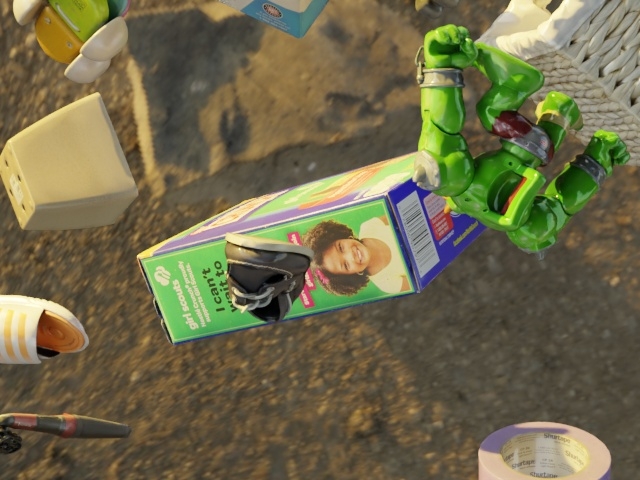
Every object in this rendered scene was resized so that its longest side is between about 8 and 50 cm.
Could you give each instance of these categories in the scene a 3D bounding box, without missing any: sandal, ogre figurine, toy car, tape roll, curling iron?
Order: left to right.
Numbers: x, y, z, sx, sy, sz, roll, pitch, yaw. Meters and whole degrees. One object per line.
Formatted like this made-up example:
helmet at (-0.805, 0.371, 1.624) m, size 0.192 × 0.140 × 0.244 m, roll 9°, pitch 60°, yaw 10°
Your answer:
sandal at (-0.434, 0.125, 1.694) m, size 0.265 × 0.102 × 0.076 m, roll 9°, pitch 50°, yaw 20°
curling iron at (-0.326, 0.235, 1.566) m, size 0.274 × 0.068 × 0.035 m, roll 9°, pitch 48°, yaw -60°
toy car at (-0.329, -0.324, 1.774) m, size 0.159 × 0.182 × 0.136 m, roll 49°, pitch 58°, yaw -5°
ogre figurine at (0.139, -0.067, 0.944) m, size 0.197 × 0.096 × 0.118 m, roll 34°, pitch 78°, yaw -48°
tape roll at (0.323, 0.343, 1.828) m, size 0.189 × 0.189 × 0.080 m, roll -13°, pitch 115°, yaw -24°

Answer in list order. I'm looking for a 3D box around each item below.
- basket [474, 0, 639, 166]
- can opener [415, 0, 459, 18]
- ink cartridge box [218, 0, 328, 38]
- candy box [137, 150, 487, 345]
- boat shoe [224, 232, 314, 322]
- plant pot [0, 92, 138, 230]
basket at (0.420, -0.282, 1.610) m, size 0.266 × 0.331 × 0.328 m, roll 42°, pitch 88°, yaw -10°
can opener at (0.204, -0.458, 1.931) m, size 0.095 × 0.076 × 0.284 m, roll 22°, pitch 60°, yaw -31°
ink cartridge box at (-0.062, -0.456, 1.700) m, size 0.198 × 0.270 × 0.197 m, roll 27°, pitch 65°, yaw 11°
candy box at (0.000, 0.000, 1.443) m, size 0.268 × 0.317 × 0.122 m, roll -35°, pitch 107°, yaw -62°
boat shoe at (-0.046, 0.036, 1.104) m, size 0.075 × 0.206 × 0.065 m, roll 12°, pitch 83°, yaw 5°
plant pot at (-0.253, -0.066, 1.231) m, size 0.096 × 0.109 × 0.109 m, roll -18°, pitch 83°, yaw -27°
